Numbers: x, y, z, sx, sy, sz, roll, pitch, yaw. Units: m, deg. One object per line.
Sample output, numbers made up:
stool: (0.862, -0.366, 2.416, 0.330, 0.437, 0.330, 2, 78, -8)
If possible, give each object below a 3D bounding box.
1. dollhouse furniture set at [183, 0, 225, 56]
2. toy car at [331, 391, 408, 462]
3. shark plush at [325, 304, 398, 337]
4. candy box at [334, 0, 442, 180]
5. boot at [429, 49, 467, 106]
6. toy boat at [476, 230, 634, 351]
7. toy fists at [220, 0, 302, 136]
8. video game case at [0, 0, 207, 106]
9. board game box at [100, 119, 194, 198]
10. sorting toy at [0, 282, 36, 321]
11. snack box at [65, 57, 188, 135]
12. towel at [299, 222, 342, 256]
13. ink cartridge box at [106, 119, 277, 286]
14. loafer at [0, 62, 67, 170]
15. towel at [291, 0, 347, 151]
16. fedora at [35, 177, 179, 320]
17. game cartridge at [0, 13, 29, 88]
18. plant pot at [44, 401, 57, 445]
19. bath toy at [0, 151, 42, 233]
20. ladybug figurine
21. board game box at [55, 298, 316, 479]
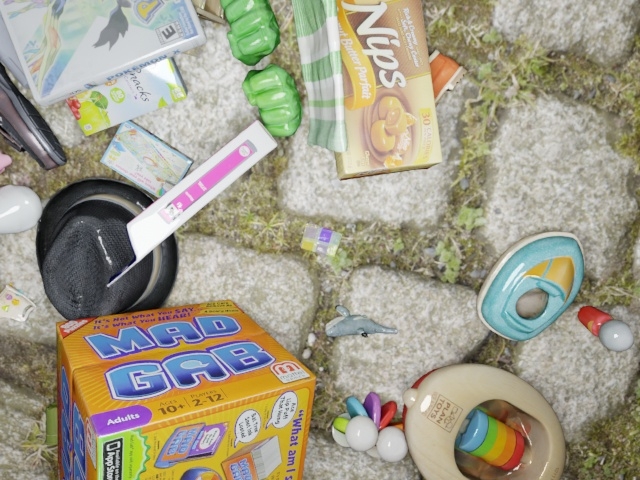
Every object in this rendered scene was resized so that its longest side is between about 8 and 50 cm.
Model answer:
dollhouse furniture set: (-0.261, -0.446, 0.910, 0.161, 0.101, 0.182, 21, 106, 17)
toy car: (0.122, 0.427, 1.144, 0.182, 0.159, 0.136, 22, 69, -8)
shark plush: (0.089, 0.206, 1.105, 0.161, 0.067, 0.073, 17, 104, -7)
candy box: (0.105, -0.282, 0.904, 0.183, 0.087, 0.316, -8, 89, -8)
boot: (0.206, -0.299, 0.976, 0.084, 0.059, 0.158, 39, 98, -3)
toy boat: (0.517, 0.130, 1.059, 0.318, 0.148, 0.267, 28, 103, -9)
toy fists: (-0.105, -0.327, 0.905, 0.096, 0.142, 0.279, -16, 106, 2)
video game case: (-0.389, -0.430, 0.822, 0.300, 0.036, 0.329, -22, 88, -1)
board game box: (-0.352, -0.162, 1.002, 0.154, 0.026, 0.103, 33, 102, -11)
sorting toy: (-0.666, 0.140, 1.071, 0.075, 0.045, 0.083, 41, 100, -20)
snack box: (-0.377, -0.315, 0.908, 0.207, 0.070, 0.174, -22, 121, -2)
towel: (0.000, 0.000, 1.072, 0.083, 0.009, 0.060, 17, 104, -7)
ink cartridge box: (-0.248, -0.068, 0.885, 0.371, 0.176, 0.069, -46, 105, -16)
loafer: (-0.603, -0.252, 0.918, 0.095, 0.109, 0.302, -34, 102, -7)
towel: (-0.007, -0.325, 0.859, 0.038, 0.248, 0.325, -8, 105, -10)
fedora: (-0.451, 0.047, 0.994, 0.334, 0.152, 0.334, -1, 106, -2)
game cartridge: (-0.501, -0.448, 0.903, 0.294, 0.060, 0.196, -35, 100, 7)
plant pot: (-0.600, 0.416, 1.139, 0.083, 0.083, 0.079, -9, 93, 0)
bath toy: (-0.691, -0.153, 0.938, 0.151, 0.129, 0.348, -21, 107, 41)
ladybug figurine: (0.352, 0.431, 1.110, 0.449, 0.162, 0.305, 36, 82, -17)
board game box: (-0.269, 0.360, 0.919, 0.356, 0.356, 0.357, -4, 109, -36)
